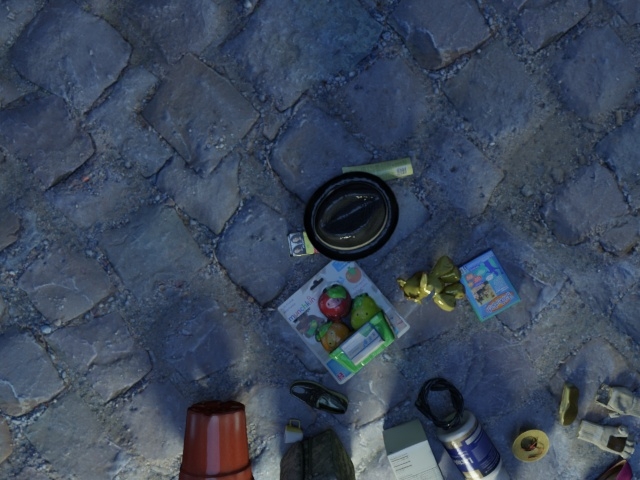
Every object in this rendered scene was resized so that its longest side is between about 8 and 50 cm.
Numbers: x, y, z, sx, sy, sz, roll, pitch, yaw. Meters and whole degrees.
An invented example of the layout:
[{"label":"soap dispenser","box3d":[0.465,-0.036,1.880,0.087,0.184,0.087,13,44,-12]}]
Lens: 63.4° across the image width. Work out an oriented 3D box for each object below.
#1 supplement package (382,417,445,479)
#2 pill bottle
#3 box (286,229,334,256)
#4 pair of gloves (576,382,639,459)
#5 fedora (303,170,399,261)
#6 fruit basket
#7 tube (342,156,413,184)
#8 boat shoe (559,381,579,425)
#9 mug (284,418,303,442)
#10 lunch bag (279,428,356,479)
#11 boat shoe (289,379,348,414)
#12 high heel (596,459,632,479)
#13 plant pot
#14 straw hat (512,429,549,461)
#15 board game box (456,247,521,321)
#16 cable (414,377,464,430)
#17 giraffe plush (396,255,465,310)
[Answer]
[{"label":"supplement package","box3d":[0.327,0.770,1.807,0.149,0.194,0.203,-22,93,3]},{"label":"pill bottle","box3d":[0.538,0.747,1.818,0.153,0.153,0.265,-34,92,4]},{"label":"box","box3d":[0.000,0.000,1.833,0.232,0.058,0.087,-8,92,2]},{"label":"pair of gloves","box3d":[1.055,0.641,1.846,0.204,0.042,0.240,25,94,1]},{"label":"fedora","box3d":[0.103,-0.084,1.723,0.334,0.152,0.334,0,89,3]},{"label":"fruit basket","box3d":[0.077,0.269,1.800,0.327,0.165,0.353,-40,88,4]},{"label":"tube","box3d":[0.200,-0.238,1.814,0.240,0.062,0.070,-13,52,7]},{"label":"boat shoe","box3d":[0.884,0.586,1.852,0.056,0.048,0.153,0,101,-10]},{"label":"mug","box3d":[-0.096,0.702,1.889,0.064,0.062,0.078,10,101,-6]},{"label":"lunch bag","box3d":[-0.026,0.834,1.769,0.256,0.305,0.213,-27,105,6]},{"label":"boat shoe","box3d":[-0.005,0.567,1.866,0.223,0.073,0.080,19,94,1]},{"label":"high heel","box3d":[0.994,0.863,1.838,0.244,0.082,0.117,-15,103,-2]},{"label":"plant pot","box3d":[-0.366,0.714,1.810,0.272,0.272,0.265,-1,86,2]},{"label":"straw hat","box3d":[0.739,0.717,1.854,0.144,0.061,0.144,-2,109,-6]},{"label":"board game box","box3d":[0.582,0.157,1.827,0.160,0.047,0.210,-30,91,4]},{"label":"cable","box3d":[0.432,0.576,1.825,0.150,0.047,0.184,-49,46,-7]},{"label":"giraffe plush","box3d":[0.366,0.161,1.787,0.210,0.170,0.181,-21,95,-33]}]
